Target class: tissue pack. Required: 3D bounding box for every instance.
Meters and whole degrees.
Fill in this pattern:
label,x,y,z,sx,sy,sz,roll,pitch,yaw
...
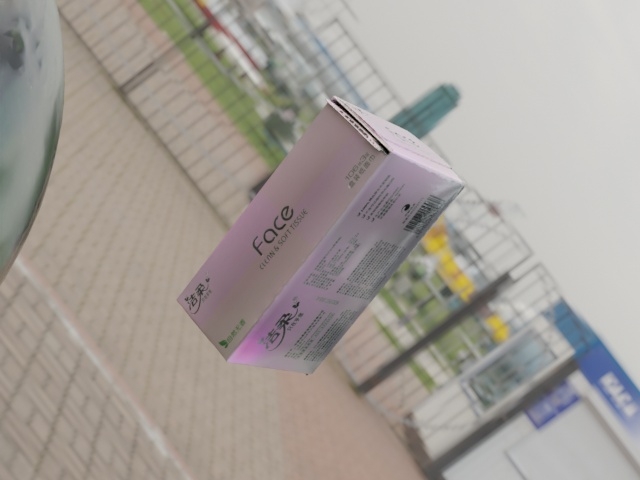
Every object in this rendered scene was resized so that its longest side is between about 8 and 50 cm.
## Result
label,x,y,z,sx,sy,sz,roll,pitch,yaw
tissue pack,0.000,0.000,1.195,0.092,0.246,0.148,47,16,30

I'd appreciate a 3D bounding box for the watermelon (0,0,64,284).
label,x,y,z,sx,sy,sz,roll,pitch,yaw
watermelon,-0.283,-0.056,0.520,0.363,0.363,0.363,53,4,-5
